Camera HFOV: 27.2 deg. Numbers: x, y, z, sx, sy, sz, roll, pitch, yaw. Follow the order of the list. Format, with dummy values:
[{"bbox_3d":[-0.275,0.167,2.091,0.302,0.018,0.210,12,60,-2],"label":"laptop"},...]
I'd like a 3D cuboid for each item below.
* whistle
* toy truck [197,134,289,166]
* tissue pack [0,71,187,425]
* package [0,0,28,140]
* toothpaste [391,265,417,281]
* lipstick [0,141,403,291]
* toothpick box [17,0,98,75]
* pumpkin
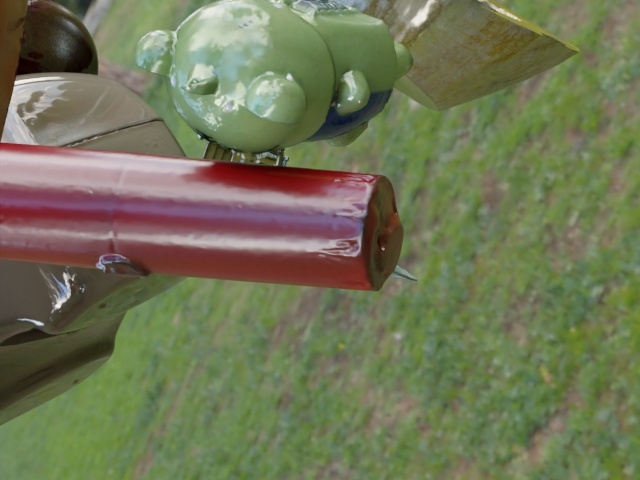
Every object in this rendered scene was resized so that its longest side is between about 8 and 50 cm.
[{"bbox_3d":[-0.012,-0.097,0.758,0.227,0.105,0.085,-19,-51,-59],"label":"whistle"},{"bbox_3d":[-0.094,-0.114,1.563,0.127,0.127,0.257,130,162,-66],"label":"toy truck"},{"bbox_3d":[-0.311,0.003,1.363,0.267,0.277,0.387,-22,-15,-47],"label":"tissue pack"},{"bbox_3d":[-0.283,-0.206,0.915,0.196,0.123,0.423,72,-159,-66],"label":"package"},{"bbox_3d":[0.000,0.000,1.253,0.064,0.218,0.041,35,101,52],"label":"toothpaste"},{"bbox_3d":[-0.096,-0.015,0.737,0.073,0.280,0.073,5,-90,-73],"label":"lipstick"},{"bbox_3d":[-0.385,-0.249,1.601,0.192,0.192,0.294,-58,41,26],"label":"toothpick box"},{"bbox_3d":[0.084,-0.164,1.063,0.110,0.217,0.217,-58,18,15],"label":"pumpkin"}]
